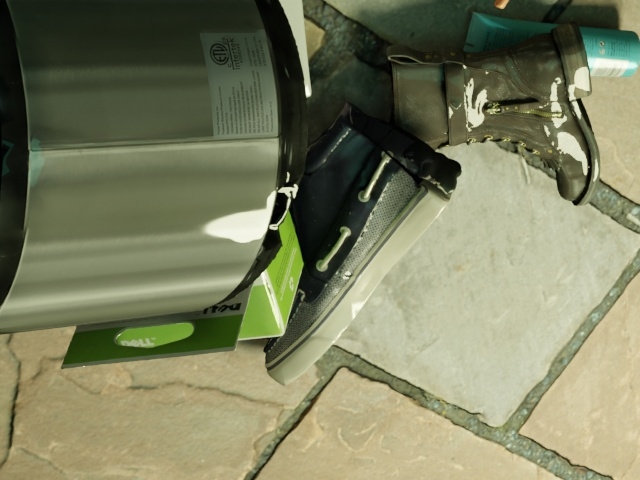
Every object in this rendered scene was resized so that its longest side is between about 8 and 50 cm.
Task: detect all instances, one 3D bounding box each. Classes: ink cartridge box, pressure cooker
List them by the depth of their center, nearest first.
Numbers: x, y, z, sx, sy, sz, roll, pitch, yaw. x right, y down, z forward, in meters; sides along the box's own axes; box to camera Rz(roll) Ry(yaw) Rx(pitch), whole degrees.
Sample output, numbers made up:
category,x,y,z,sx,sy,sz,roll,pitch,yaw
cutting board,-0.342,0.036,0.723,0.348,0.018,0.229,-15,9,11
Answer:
category,x,y,z,sx,sy,sz,roll,pitch,yaw
pressure cooker,-0.269,-0.104,1.367,0.420,0.370,0.375,-6,138,-36
ink cartridge box,-0.136,0.071,1.594,0.188,0.255,0.097,-6,125,15

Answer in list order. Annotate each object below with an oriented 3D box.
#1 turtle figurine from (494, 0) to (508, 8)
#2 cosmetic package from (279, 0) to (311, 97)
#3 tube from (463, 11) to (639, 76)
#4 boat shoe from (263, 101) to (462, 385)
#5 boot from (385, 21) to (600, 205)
category,x,y,z,sx,sy,sz,roll,pitch,yaw
turtle figurine,0.141,-0.375,1.515,0.087,0.217,0.270,-10,120,-25
cosmetic package,-0.084,-0.249,1.576,0.117,0.085,0.231,-14,124,-15
tube,0.258,-0.214,1.763,0.207,0.052,0.080,1,118,-18
boat shoe,0.000,0.000,1.745,0.158,0.127,0.340,36,113,-4
boot,0.188,-0.130,1.752,0.229,0.091,0.263,-13,129,3
